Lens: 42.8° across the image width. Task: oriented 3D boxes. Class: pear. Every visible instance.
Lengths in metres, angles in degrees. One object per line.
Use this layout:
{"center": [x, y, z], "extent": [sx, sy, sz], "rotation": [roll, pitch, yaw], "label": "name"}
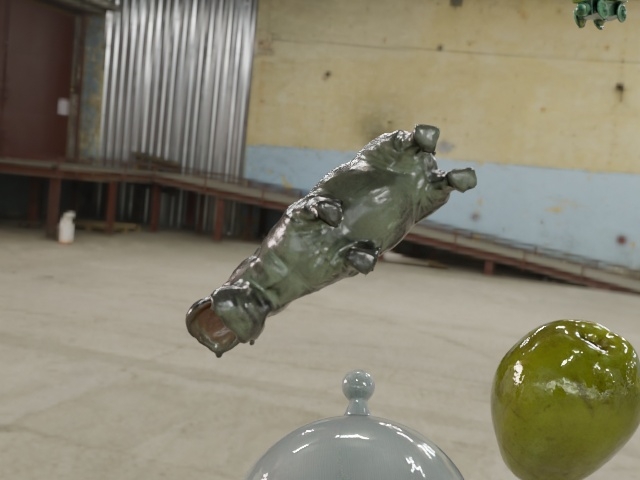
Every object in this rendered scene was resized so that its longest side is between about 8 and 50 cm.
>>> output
{"center": [0.424, 0.285, 1.424], "extent": [0.252, 0.307, 0.253], "rotation": [7, 33, -5], "label": "pear"}

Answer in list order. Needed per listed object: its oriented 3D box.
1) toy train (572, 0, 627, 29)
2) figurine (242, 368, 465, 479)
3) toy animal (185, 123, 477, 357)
{"center": [0.397, -0.345, 1.168], "extent": [0.050, 0.081, 0.122], "rotation": [-4, 8, 44], "label": "toy train"}
{"center": [0.029, 0.263, 0.553], "extent": [0.281, 0.167, 0.370], "rotation": [6, 38, -6], "label": "figurine"}
{"center": [-0.003, 0.004, 0.856], "extent": [0.343, 0.106, 0.168], "rotation": [-37, 5, -2], "label": "toy animal"}
